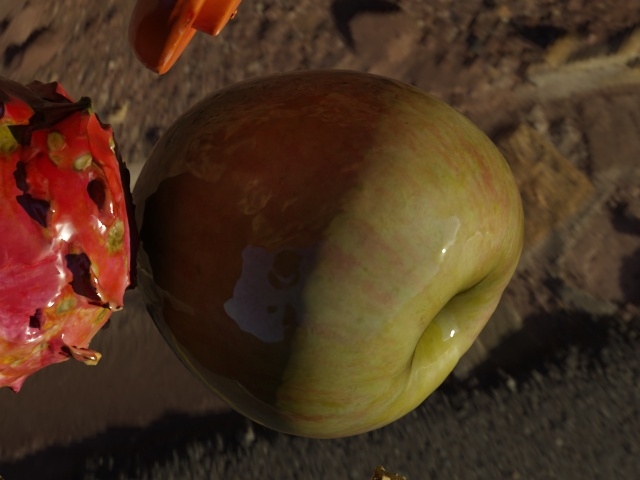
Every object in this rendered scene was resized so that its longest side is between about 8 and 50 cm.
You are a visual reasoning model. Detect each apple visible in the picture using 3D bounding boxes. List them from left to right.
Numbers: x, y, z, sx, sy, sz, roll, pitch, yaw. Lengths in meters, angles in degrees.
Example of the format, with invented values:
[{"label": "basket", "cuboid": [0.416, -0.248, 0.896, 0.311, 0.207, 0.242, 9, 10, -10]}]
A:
[{"label": "apple", "cuboid": [0.000, 0.000, 1.161, 0.234, 0.257, 0.257, 38, 99, 26]}]

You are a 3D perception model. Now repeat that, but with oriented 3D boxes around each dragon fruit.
[{"label": "dragon fruit", "cuboid": [-0.239, -0.002, 1.042, 0.268, 0.210, 0.205, -8, 95, -26]}]

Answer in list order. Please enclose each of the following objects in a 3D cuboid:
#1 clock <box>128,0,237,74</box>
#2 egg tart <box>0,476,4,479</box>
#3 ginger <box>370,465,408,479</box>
[{"label": "clock", "cuboid": [-0.043, -0.183, 0.979, 0.051, 0.205, 0.205, 33, 98, -5]}, {"label": "egg tart", "cuboid": [-0.370, 0.243, 1.202, 0.352, 0.352, 0.150, -15, 125, -3]}, {"label": "ginger", "cuboid": [-0.007, 0.230, 1.085, 0.219, 0.123, 0.270, -52, 149, -13]}]
